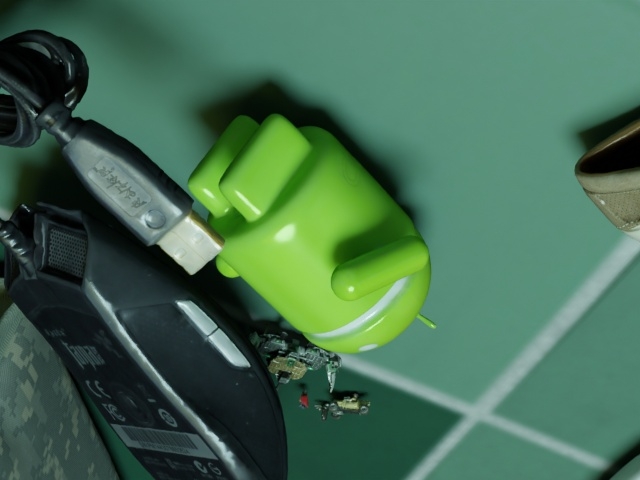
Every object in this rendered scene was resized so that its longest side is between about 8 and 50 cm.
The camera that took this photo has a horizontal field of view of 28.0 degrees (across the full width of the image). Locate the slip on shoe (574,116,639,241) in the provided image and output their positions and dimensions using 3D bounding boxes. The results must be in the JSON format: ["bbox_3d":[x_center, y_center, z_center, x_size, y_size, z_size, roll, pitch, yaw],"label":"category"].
[{"bbox_3d":[0.150,-0.042,0.456,0.041,0.051,0.135,34,142,-22],"label":"slip on shoe"}]

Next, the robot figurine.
[{"bbox_3d":[0.000,0.000,0.527,0.115,0.067,0.101,46,157,-29],"label":"robot figurine"}]

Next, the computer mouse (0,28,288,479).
[{"bbox_3d":[-0.068,0.018,0.537,0.262,0.060,0.184,52,149,-15],"label":"computer mouse"}]

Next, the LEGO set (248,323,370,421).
[{"bbox_3d":[-0.009,0.062,0.632,0.054,0.023,0.083,-1,148,20],"label":"LEGO set"}]

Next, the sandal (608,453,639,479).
[{"bbox_3d":[0.168,0.236,0.674,0.169,0.102,0.416,36,137,2],"label":"sandal"}]

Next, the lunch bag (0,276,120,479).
[{"bbox_3d":[-0.267,0.145,0.681,0.287,0.169,0.235,-2,135,12],"label":"lunch bag"}]
